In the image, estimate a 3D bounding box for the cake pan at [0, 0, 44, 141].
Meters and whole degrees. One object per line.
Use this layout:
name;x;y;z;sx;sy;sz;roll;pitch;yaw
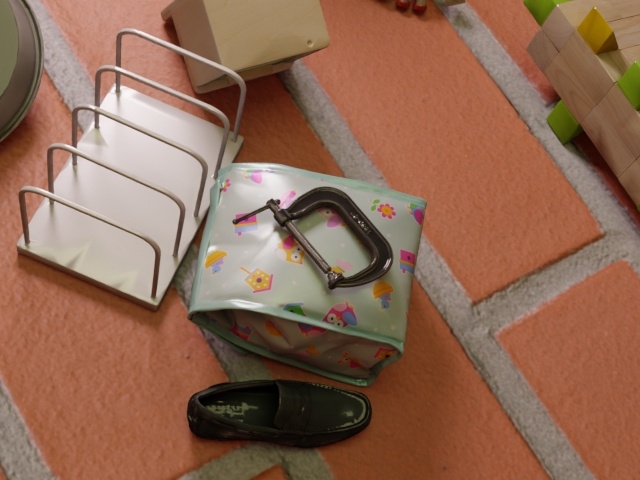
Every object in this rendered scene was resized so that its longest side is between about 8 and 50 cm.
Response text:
cake pan;-0.504;-0.240;1.492;0.293;0.054;0.293;0;80;-3

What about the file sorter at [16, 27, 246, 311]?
file sorter;-0.228;-0.096;1.453;0.193;0.173;0.277;23;61;1

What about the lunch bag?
lunch bag;-0.023;0.033;1.434;0.262;0.160;0.223;15;62;-9

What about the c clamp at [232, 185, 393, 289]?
c clamp;0.000;0.000;1.358;0.137;0.022;0.161;-35;69;-29

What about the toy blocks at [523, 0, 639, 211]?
toy blocks;0.484;-0.220;1.668;0.261;0.190;0.381;-17;66;-31

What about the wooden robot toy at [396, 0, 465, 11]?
wooden robot toy;0.133;-0.392;1.751;0.173;0.076;0.079;13;26;-3

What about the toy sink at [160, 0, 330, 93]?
toy sink;-0.107;-0.282;1.582;0.153;0.234;0.131;-18;97;-20

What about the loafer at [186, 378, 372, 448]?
loafer;-0.046;0.202;1.384;0.223;0.078;0.076;1;63;-10
